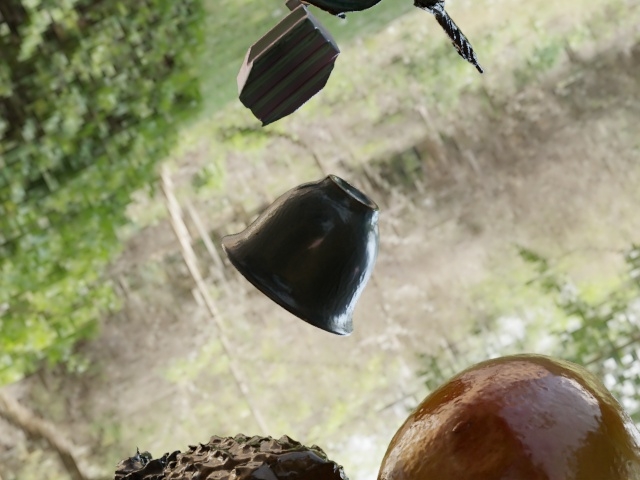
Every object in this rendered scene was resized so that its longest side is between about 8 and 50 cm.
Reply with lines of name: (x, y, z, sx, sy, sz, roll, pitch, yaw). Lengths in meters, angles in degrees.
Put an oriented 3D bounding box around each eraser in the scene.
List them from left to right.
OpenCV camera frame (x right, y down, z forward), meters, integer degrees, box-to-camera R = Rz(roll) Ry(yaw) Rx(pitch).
eraser: (-0.021, -0.381, 2.072, 0.052, 0.029, 0.122, -35, -163, 20)

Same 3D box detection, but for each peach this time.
peach: (0.200, 0.255, 1.402, 0.308, 0.289, 0.289, -69, -169, -15)

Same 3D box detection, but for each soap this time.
soap: (-0.047, -0.229, 1.823, 0.149, 0.100, 0.056, -39, -146, 13)

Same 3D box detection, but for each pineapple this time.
pineapple: (-0.128, 0.299, 1.549, 0.202, 0.202, 0.362, -26, -159, -35)

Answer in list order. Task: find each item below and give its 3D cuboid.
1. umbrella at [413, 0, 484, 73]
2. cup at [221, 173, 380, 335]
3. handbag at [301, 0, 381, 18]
umbrella: (0.160, -0.280, 1.709, 0.044, 0.044, 0.269, -41, 143, 11)
cup: (0.000, 0.000, 1.679, 0.150, 0.199, 0.199, -54, 173, 10)
handbag: (-0.011, -0.310, 0.852, 0.274, 0.269, 0.100, -59, -163, 11)
